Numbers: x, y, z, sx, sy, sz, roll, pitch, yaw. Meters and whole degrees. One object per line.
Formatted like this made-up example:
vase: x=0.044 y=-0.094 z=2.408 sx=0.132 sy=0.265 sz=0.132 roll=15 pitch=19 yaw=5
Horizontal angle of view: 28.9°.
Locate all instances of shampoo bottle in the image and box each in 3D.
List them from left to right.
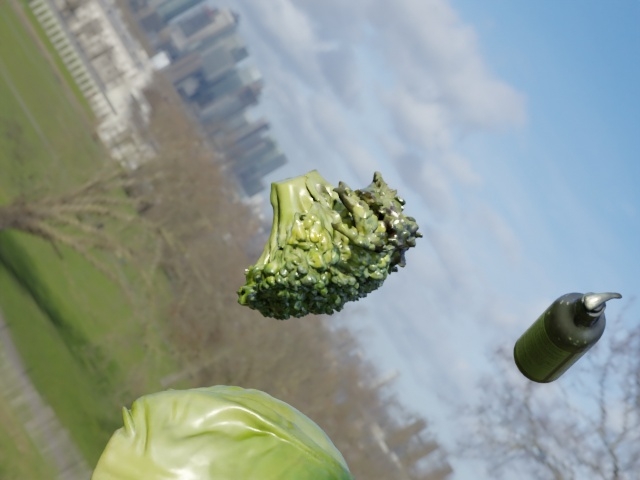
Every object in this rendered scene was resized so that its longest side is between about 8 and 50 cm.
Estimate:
shampoo bottle: x=0.420 y=0.153 z=2.115 sx=0.101 sy=0.101 sz=0.284 roll=59 pitch=-23 yaw=17

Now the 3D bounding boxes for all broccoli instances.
broccoli: x=0.009 y=0.024 z=2.211 sx=0.324 sy=0.334 sz=0.272 roll=38 pitch=-33 yaw=62

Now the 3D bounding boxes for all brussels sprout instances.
brussels sprout: x=-0.117 y=0.402 z=1.883 sx=0.425 sy=0.361 sz=0.342 roll=4 pitch=94 yaw=-70
